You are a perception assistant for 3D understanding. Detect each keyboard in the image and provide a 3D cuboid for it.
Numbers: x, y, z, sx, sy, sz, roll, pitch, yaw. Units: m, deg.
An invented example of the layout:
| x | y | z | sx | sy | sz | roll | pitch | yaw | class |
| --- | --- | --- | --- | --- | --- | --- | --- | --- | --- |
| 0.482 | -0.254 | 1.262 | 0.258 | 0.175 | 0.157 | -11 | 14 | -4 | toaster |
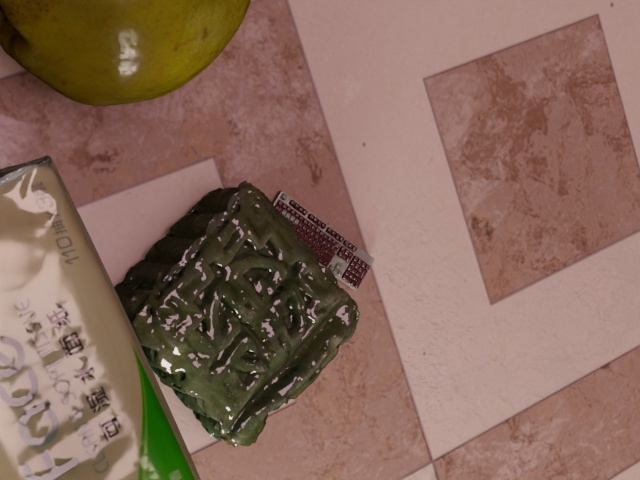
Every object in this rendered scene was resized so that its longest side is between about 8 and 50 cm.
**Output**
| x | y | z | sx | sy | sz | roll | pitch | yaw | class |
| --- | --- | --- | --- | --- | --- | --- | --- | --- | --- |
| 0.000 | 0.000 | 1.518 | 0.166 | 0.017 | 0.055 | 36 | 74 | -24 | keyboard |

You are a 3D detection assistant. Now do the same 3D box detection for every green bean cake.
| x | y | z | sx | sy | sz | roll | pitch | yaw | class |
| --- | --- | --- | --- | --- | --- | --- | --- | --- | --- |
| -0.101 | 0.091 | 1.405 | 0.241 | 0.132 | 0.255 | -47 | 111 | -24 | green bean cake |

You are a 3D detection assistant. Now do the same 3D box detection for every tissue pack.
| x | y | z | sx | sy | sz | roll | pitch | yaw | class |
| --- | --- | --- | --- | --- | --- | --- | --- | --- | --- |
| -0.312 | 0.141 | 1.170 | 0.205 | 0.332 | 0.404 | -28 | 103 | -27 | tissue pack |

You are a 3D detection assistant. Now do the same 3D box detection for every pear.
| x | y | z | sx | sy | sz | roll | pitch | yaw | class |
| --- | --- | --- | --- | --- | --- | --- | --- | --- | --- |
| -0.201 | -0.301 | 1.267 | 0.375 | 0.287 | 0.287 | -36 | 107 | -37 | pear |
